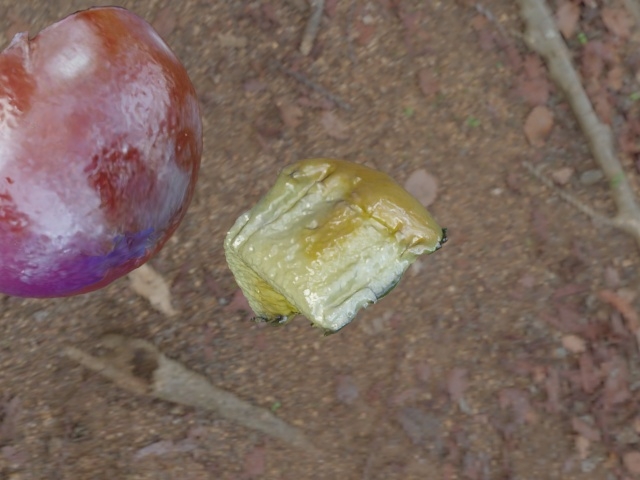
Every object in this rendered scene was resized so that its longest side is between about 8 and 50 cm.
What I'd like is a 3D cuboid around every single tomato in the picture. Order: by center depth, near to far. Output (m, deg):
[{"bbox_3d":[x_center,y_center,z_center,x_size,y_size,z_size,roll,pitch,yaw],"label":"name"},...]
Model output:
[{"bbox_3d":[-0.240,-0.070,1.298,0.176,0.289,0.335,37,45,21],"label":"tomato"}]

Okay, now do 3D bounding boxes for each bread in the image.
[{"bbox_3d":[-0.006,-0.006,1.206,0.174,0.251,0.133,-42,101,-12],"label":"bread"}]
